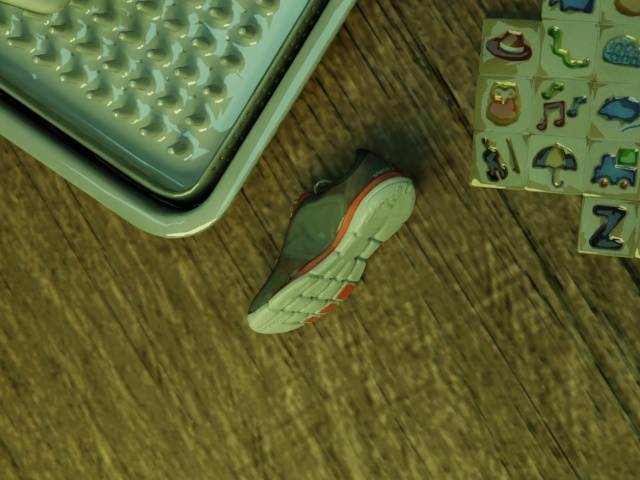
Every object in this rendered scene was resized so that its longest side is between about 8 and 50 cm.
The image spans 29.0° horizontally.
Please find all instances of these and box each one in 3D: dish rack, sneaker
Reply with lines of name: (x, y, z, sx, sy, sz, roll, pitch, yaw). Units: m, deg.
dish rack: (-0.111, -0.200, 0.876, 0.285, 0.072, 0.333, 34, 101, 8)
sneaker: (0.000, 0.000, 0.883, 0.158, 0.061, 0.065, -46, 57, 11)

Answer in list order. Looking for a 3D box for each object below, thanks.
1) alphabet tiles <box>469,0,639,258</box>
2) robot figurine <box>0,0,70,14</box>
alphabet tiles: (0.224, -0.086, 0.840, 0.237, 0.009, 0.198, 6, 96, 13)
robot figurine: (-0.163, -0.322, 0.739, 0.300, 0.199, 0.353, 32, 104, 41)
